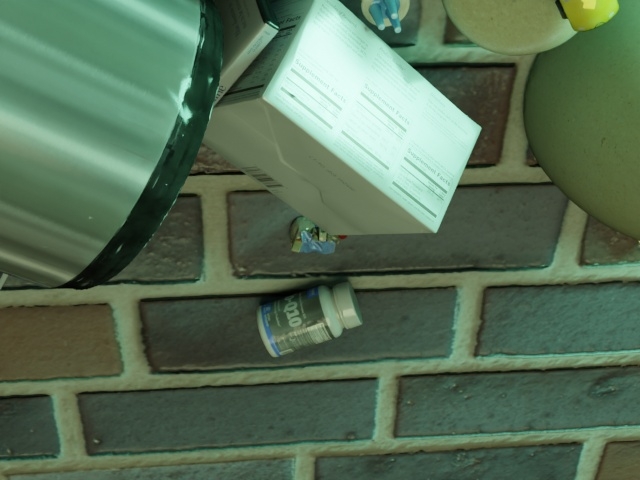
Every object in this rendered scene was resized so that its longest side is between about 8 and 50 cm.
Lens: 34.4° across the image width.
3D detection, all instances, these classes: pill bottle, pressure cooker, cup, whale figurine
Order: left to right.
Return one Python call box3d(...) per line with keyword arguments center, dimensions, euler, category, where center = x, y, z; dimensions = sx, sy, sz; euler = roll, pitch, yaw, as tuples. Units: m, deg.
box3d(center=(-0.347, -0.173, 0.977), dimensions=(0.420, 0.375, 0.370), euler=(23, 138, -30), category="pressure cooker")
box3d(center=(-0.015, 0.109, 1.457), dimensions=(0.137, 0.078, 0.078), euler=(-19, 129, 8), category="pill bottle")
box3d(center=(0.209, -0.339, 1.105), dimensions=(0.216, 0.141, 0.272), euler=(-8, 111, 33), category="whale figurine")
box3d(center=(0.427, -0.120, 1.210), dimensions=(0.331, 0.237, 0.331), euler=(-2, 124, -3), category="cup")

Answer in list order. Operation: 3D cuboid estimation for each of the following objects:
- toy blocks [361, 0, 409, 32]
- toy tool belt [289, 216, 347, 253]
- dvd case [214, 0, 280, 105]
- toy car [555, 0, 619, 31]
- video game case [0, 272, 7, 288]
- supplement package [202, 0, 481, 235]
box3d(center=(0.034, -0.278, 1.105), dimensions=(0.123, 0.148, 0.054), euler=(16, 125, -20), category="toy blocks")
box3d(center=(0.000, 0.000, 1.388), dimensions=(0.083, 0.051, 0.052), euler=(0, 129, -8), category="toy tool belt")
box3d(center=(-0.147, -0.194, 1.128), dimensions=(0.022, 0.180, 0.253), euler=(24, 123, -37), category="dvd case")
box3d(center=(0.224, -0.346, 0.989), dimensions=(0.239, 0.053, 0.225), euler=(33, 108, 6), category="toy car")
box3d(center=(-0.464, -0.032, 1.321), dimensions=(0.183, 0.023, 0.201), euler=(23, 122, -23), category="video game case")
box3d(center=(0.006, -0.132, 1.163), dimensions=(0.262, 0.145, 0.204), euler=(36, 160, -30), category="supplement package")
